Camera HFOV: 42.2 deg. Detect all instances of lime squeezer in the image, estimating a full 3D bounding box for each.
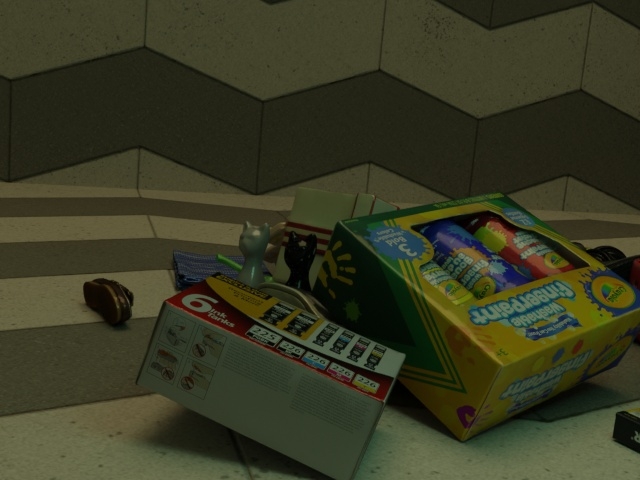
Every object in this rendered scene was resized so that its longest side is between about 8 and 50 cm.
[{"bbox_3d":[-0.084,0.093,1.912,0.311,0.058,0.110,5,30,-19],"label":"lime squeezer"}]

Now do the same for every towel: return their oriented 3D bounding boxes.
[{"bbox_3d":[-0.241,0.071,2.052,0.243,0.040,0.336,3,10,-13],"label":"towel"}]

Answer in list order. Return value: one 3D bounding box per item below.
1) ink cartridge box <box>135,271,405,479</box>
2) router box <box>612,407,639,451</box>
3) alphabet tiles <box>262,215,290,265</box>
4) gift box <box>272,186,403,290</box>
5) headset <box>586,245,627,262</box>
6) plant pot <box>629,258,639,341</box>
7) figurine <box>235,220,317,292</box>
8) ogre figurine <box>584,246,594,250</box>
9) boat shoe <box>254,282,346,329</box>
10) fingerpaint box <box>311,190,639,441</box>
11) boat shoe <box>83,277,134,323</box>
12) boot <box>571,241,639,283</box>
[{"bbox_3d":[-0.052,0.169,1.164,0.310,0.130,0.272,23,13,8],"label":"ink cartridge box"},{"bbox_3d":[0.542,0.295,1.208,0.133,0.046,0.179,-2,13,-32],"label":"router box"},{"bbox_3d":[0.000,0.000,2.035,0.278,0.021,0.284,-32,-34,26],"label":"alphabet tiles"},{"bbox_3d":[0.083,0.048,1.796,0.258,0.276,0.255,10,-2,43],"label":"gift box"},{"bbox_3d":[0.725,0.108,2.179,0.394,0.185,0.243,28,15,25],"label":"headset"},{"bbox_3d":[0.766,0.140,1.798,0.191,0.174,0.191,4,10,-1],"label":"plant pot"},{"bbox_3d":[-0.092,0.072,1.653,0.215,0.209,0.092,14,13,40],"label":"figurine"},{"bbox_3d":[0.784,0.078,2.387,0.118,0.096,0.197,20,18,-30],"label":"ogre figurine"},{"bbox_3d":[0.020,0.158,1.477,0.340,0.127,0.113,16,14,39],"label":"boat shoe"},{"bbox_3d":[0.278,0.094,1.396,0.445,0.163,0.371,-11,42,-40],"label":"fingerpaint box"},{"bbox_3d":[-0.409,0.113,1.648,0.073,0.073,0.207,-4,14,-31],"label":"boat shoe"},{"bbox_3d":[0.663,0.061,1.998,0.338,0.118,0.222,-12,25,4],"label":"boot"}]
